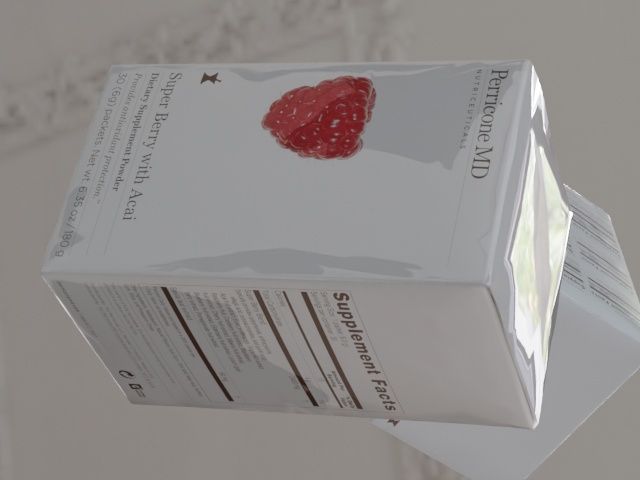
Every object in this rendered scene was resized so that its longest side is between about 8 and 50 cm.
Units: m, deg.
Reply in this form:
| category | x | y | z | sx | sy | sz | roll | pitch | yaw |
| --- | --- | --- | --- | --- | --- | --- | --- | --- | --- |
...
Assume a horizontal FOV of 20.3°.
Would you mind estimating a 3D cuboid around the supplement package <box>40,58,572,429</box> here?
| category | x | y | z | sx | sy | sz | roll | pitch | yaw |
| --- | --- | --- | --- | --- | --- | --- | --- | --- | --- |
| supplement package | 0.000 | 0.000 | 1.174 | 0.293 | 0.177 | 0.175 | 1 | -35 | 19 |

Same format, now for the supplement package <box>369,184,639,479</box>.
| category | x | y | z | sx | sy | sz | roll | pitch | yaw |
| --- | --- | --- | --- | --- | --- | --- | --- | --- | --- |
| supplement package | 0.149 | 0.063 | 1.510 | 0.149 | 0.203 | 0.194 | 31 | -63 | -21 |
